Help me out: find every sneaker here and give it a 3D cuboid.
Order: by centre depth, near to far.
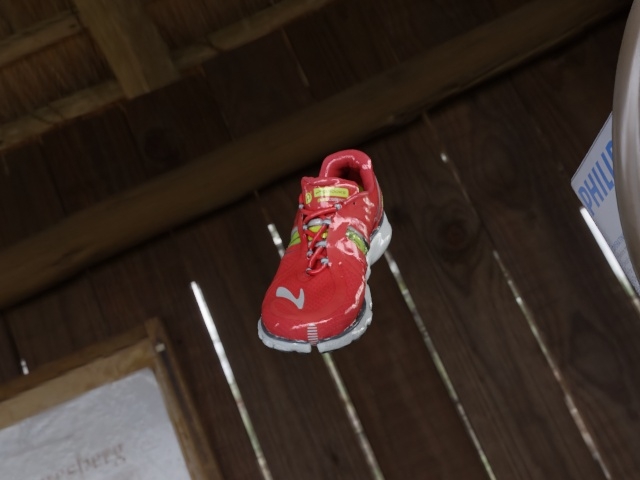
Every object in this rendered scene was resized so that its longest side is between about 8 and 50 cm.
[{"bbox_3d":[0.000,0.000,0.837,0.107,0.279,0.118,-1,-59,13],"label":"sneaker"}]

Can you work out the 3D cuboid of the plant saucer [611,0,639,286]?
[{"bbox_3d":[0.259,-0.052,0.463,0.277,0.278,0.041,-12,7,-32],"label":"plant saucer"}]

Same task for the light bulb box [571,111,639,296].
[{"bbox_3d":[0.458,-0.008,0.695,0.357,0.361,0.225,-25,-17,-5],"label":"light bulb box"}]
